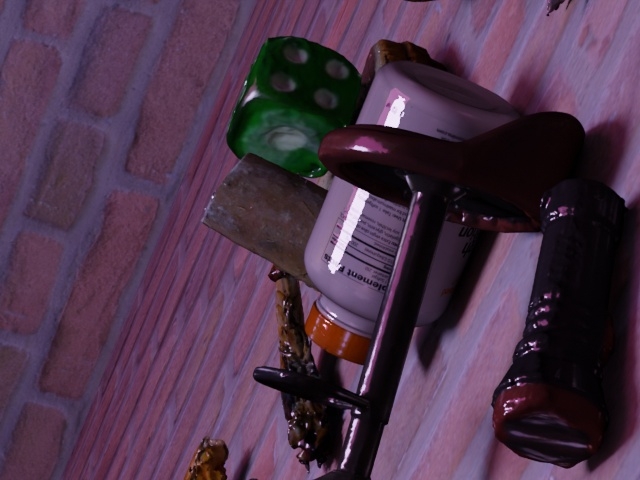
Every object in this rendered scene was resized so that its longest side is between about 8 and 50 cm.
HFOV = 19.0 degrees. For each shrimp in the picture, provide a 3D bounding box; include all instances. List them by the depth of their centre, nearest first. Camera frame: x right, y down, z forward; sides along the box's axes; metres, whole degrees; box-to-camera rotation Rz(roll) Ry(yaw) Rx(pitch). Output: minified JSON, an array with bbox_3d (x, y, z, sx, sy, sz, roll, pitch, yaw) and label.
[{"bbox_3d":[-0.025,0.127,2.214,0.290,0.054,0.222,-101,5,-56],"label":"shrimp"}]

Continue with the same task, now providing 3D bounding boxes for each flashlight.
[{"bbox_3d":[0.193,0.058,1.476,0.093,0.093,0.232,126,164,-55],"label":"flashlight"}]

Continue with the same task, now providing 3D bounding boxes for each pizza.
[{"bbox_3d":[-0.166,0.407,2.515,0.229,0.081,0.289,-123,52,-83],"label":"pizza"}]

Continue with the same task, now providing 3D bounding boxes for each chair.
[{"bbox_3d":[0.072,0.059,1.659,0.226,0.226,0.401,165,124,-76],"label":"chair"}]

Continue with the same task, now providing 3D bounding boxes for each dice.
[{"bbox_3d":[-0.031,-0.155,2.222,0.131,0.128,0.120,117,171,-50],"label":"dice"}]

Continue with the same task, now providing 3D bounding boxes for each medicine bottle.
[{"bbox_3d":[0.080,-0.021,1.897,0.157,0.157,0.288,-105,36,-69],"label":"medicine bottle"}]

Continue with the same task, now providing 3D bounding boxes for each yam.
[{"bbox_3d":[0.000,0.000,2.064,0.106,0.259,0.106,-59,-8,-13],"label":"yam"}]

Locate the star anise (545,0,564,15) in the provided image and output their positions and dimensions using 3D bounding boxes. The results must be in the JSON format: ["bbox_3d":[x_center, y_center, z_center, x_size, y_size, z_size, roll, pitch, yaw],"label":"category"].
[{"bbox_3d":[0.237,-0.269,1.799,0.129,0.056,0.124,-50,-21,-81],"label":"star anise"}]

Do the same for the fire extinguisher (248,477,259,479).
[{"bbox_3d":[-0.119,0.414,2.288,0.114,0.095,0.311,-31,30,20],"label":"fire extinguisher"}]

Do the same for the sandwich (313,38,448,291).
[{"bbox_3d":[0.067,-0.090,2.215,0.249,0.095,0.273,-98,28,-72],"label":"sandwich"}]
